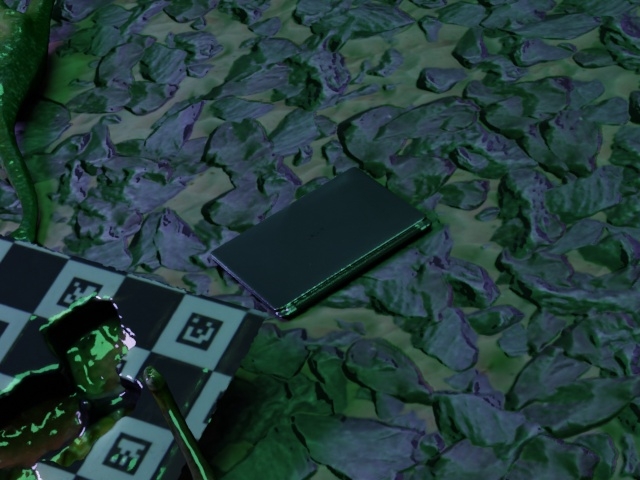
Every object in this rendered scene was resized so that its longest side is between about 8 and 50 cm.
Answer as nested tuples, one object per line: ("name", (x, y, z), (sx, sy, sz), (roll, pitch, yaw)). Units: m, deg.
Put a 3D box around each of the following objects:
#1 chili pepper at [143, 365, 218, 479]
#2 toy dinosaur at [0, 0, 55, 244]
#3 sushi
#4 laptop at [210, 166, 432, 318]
("chili pepper", (-0.051, 0.248, 1.133), (0.131, 0.134, 0.338), (-5, 43, -5))
("toy dinosaur", (-0.315, -0.181, 1.768), (0.301, 0.087, 0.447), (15, 54, 31))
("sushi", (-0.265, 0.166, 1.348), (0.359, 0.064, 0.343), (15, 58, 24))
("laptop", (0.000, 0.000, 1.515), (0.180, 0.016, 0.129), (-31, 42, -21))
